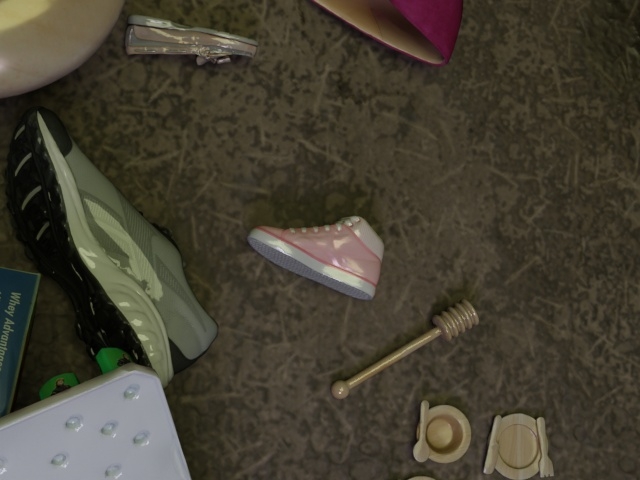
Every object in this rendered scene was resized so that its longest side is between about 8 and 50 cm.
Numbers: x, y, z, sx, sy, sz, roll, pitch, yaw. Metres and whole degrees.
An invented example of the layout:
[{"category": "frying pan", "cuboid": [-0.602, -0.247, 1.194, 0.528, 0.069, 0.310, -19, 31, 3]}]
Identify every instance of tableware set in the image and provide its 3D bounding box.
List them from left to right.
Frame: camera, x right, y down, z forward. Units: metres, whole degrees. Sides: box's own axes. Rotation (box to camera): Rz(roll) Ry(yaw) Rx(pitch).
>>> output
[{"category": "tableware set", "cuboid": [0.147, 0.230, 1.013, 0.169, 0.020, 0.141, 12, 79, -13]}]

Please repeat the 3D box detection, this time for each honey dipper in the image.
[{"category": "honey dipper", "cuboid": [0.078, 0.106, 1.011, 0.161, 0.030, 0.030, -28, 90, -14]}]

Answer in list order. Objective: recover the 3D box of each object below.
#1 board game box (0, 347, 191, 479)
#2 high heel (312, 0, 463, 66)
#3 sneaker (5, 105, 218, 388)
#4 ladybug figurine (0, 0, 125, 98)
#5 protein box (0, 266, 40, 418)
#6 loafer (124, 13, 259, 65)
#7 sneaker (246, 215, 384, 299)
[{"category": "board game box", "cuboid": [-0.264, 0.294, 0.761, 0.390, 0.050, 0.389, -22, 128, -17]}, {"category": "high heel", "cuboid": [-0.039, -0.264, 0.982, 0.378, 0.127, 0.181, 0, 79, -15]}, {"category": "sneaker", "cuboid": [-0.188, 0.003, 0.931, 0.108, 0.100, 0.271, -28, 86, -41]}, {"category": "ladybug figurine", "cuboid": [-0.378, -0.275, 0.876, 0.449, 0.162, 0.305, 29, 76, -10]}, {"category": "protein box", "cuboid": [-0.342, 0.116, 0.823, 0.201, 0.136, 0.199, 12, 68, -13]}, {"category": "loafer", "cuboid": [-0.122, -0.184, 0.997, 0.125, 0.045, 0.039, 11, 96, -6]}, {"category": "sneaker", "cuboid": [0.000, 0.000, 0.994, 0.134, 0.051, 0.070, 24, 75, -14]}]
